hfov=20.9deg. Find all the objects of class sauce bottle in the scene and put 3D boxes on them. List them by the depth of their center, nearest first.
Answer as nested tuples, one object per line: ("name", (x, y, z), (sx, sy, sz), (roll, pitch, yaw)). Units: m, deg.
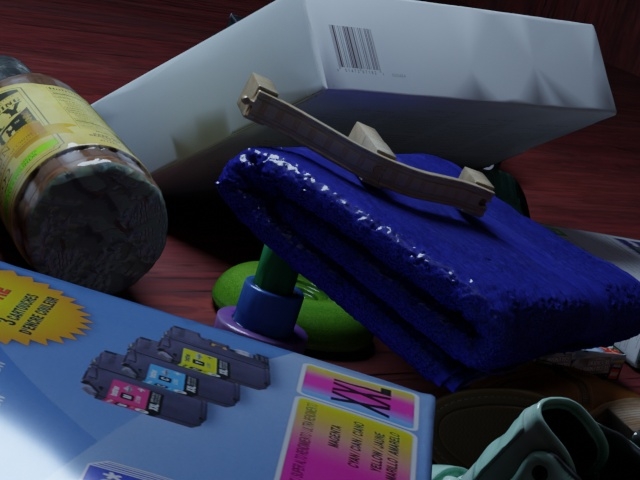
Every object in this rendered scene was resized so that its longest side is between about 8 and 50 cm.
("sauce bottle", (-0.216, -0.065, 1.349), (0.111, 0.111, 0.344), (9, 15, -26))

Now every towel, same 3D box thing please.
("towel", (0.084, 0.016, 1.183), (0.228, 0.076, 0.308), (34, 15, 24))

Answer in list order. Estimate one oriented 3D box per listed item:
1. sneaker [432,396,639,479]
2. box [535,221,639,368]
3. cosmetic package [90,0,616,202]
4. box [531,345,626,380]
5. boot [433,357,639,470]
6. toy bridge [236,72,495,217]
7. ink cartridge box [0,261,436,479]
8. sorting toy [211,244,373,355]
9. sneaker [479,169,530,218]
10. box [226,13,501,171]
("sneaker", (0.066, 0.120, 0.882), (0.256, 0.151, 0.094), (24, 30, 17))
("box", (0.367, 0.067, 1.607), (0.322, 0.058, 0.232), (8, 18, -25))
("cosmetic package", (0.030, -0.113, 1.511), (0.377, 0.097, 0.284), (0, -18, -46))
("box", (0.175, 0.073, 1.429), (0.094, 0.027, 0.137), (7, 19, -29))
("boot", (0.132, 0.118, 1.172), (0.197, 0.073, 0.152), (11, 10, -23))
("toy bridge", (0.031, -0.056, 1.129), (0.188, 0.026, 0.063), (22, 17, -21))
("ink cartridge box", (-0.160, 0.113, 0.720), (0.395, 0.151, 0.270), (15, 15, 0))
("sorting toy", (0.000, 0.000, 1.317), (0.127, 0.126, 0.365), (19, 15, 8))
("sneaker", (0.124, -0.025, 1.638), (0.098, 0.083, 0.224), (-10, -13, 27))
("box", (0.044, -0.173, 2.066), (0.293, 0.073, 0.295), (11, 17, -18))
